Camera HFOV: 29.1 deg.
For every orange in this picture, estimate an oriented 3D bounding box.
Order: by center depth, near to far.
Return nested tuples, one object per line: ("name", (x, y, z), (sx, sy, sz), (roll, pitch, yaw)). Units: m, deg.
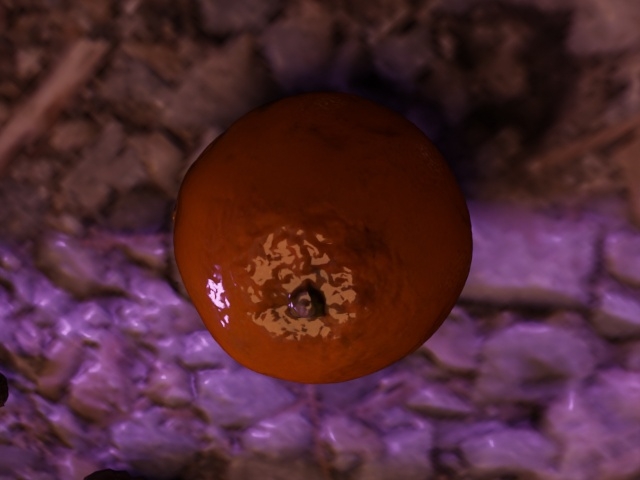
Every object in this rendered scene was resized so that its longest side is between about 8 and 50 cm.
("orange", (0.001, 0.000, 0.341), (0.083, 0.083, 0.083), (11, 130, 13))

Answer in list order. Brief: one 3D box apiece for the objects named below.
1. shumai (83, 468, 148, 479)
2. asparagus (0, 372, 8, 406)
("shumai", (-0.085, 0.192, 0.486), (0.206, 0.166, 0.175), (10, 124, -31))
("asparagus", (-0.179, 0.037, 0.483), (0.127, 0.018, 0.015), (21, 167, 5))
